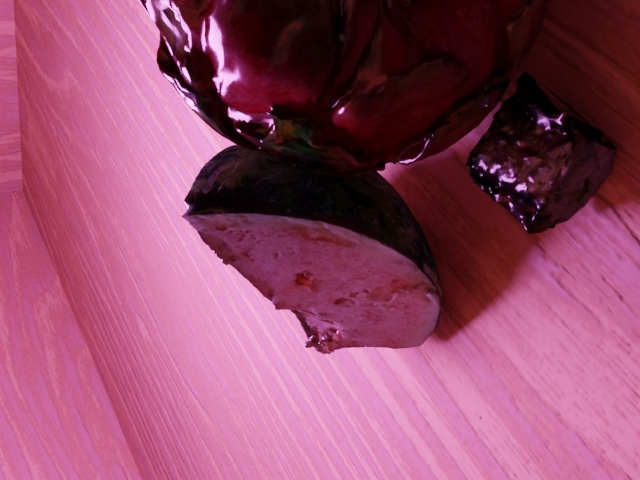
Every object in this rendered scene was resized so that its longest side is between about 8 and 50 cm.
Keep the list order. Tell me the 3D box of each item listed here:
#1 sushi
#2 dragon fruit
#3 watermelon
[{"bbox_3d":[0.173,-0.064,0.519,0.084,0.094,0.098,48,122,33],"label":"sushi"},{"bbox_3d":[0.016,-0.202,0.518,0.329,0.329,0.329,27,123,51],"label":"dragon fruit"},{"bbox_3d":[0.000,0.000,0.663,0.224,0.180,0.305,34,171,41],"label":"watermelon"}]
